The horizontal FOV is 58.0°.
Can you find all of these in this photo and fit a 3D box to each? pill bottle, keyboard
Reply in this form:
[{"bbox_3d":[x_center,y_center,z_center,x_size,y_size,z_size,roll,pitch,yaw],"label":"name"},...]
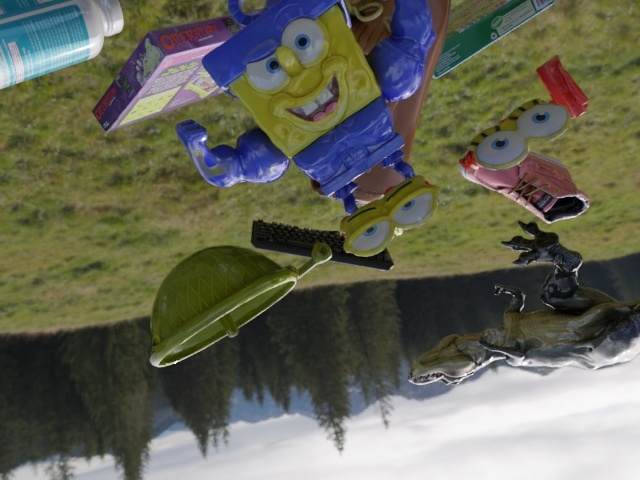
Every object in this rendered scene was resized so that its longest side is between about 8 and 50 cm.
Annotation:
[{"bbox_3d":[-0.467,-0.353,0.955,0.264,0.146,0.146,-33,-179,-33],"label":"pill bottle"},{"bbox_3d":[0.000,0.000,0.752,0.180,0.023,0.108,11,-164,-9],"label":"keyboard"}]

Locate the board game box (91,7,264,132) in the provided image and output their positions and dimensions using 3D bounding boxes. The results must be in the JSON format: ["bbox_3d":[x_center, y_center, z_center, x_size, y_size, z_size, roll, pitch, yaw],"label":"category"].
[{"bbox_3d":[-0.190,-0.293,0.958,0.208,0.056,0.347,-25,-171,41],"label":"board game box"}]

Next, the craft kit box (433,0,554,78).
[{"bbox_3d":[0.279,-0.413,1.126,0.250,0.061,0.246,-32,-161,3],"label":"craft kit box"}]

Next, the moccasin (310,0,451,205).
[{"bbox_3d":[0.060,-0.236,0.728,0.147,0.379,0.139,8,-168,-38],"label":"moccasin"}]

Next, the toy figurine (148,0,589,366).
[{"bbox_3d":[-0.020,-0.088,0.453,0.363,0.217,0.191,-33,-178,11],"label":"toy figurine"}]

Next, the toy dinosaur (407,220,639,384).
[{"bbox_3d":[0.179,0.046,0.361,0.268,0.064,0.118,-7,133,25],"label":"toy dinosaur"}]

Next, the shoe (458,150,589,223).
[{"bbox_3d":[0.262,-0.073,0.732,0.178,0.081,0.063,6,132,-29],"label":"shoe"}]
